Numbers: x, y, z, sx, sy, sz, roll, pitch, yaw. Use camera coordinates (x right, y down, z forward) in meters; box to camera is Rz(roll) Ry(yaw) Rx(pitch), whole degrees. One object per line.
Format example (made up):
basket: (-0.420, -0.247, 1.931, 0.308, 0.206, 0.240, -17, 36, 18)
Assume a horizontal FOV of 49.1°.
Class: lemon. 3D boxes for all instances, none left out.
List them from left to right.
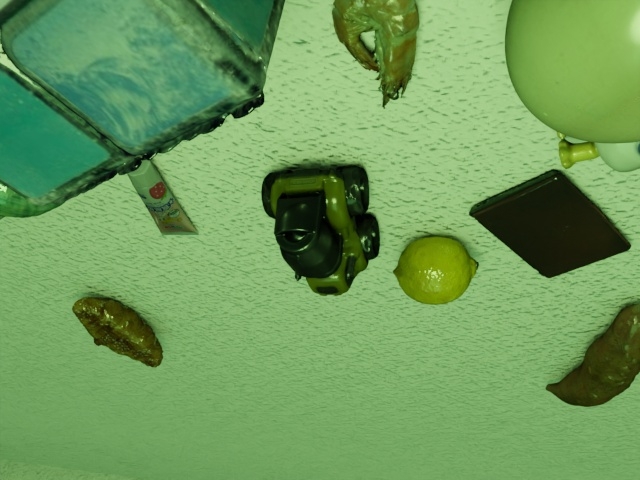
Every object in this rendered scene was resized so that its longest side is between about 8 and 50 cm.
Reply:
lemon: (0.180, 0.047, 1.093, 0.133, 0.109, 0.109, -4, 142, 10)

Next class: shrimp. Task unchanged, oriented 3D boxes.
shrimp: (0.066, -0.224, 0.809, 0.099, 0.041, 0.180, 3, 144, 13)

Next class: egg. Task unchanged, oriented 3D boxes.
egg: (0.288, -0.203, 0.631, 0.219, 0.219, 0.269, 25, 154, -19)

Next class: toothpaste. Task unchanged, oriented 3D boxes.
toothpaste: (-0.257, -0.060, 1.120, 0.067, 0.043, 0.194, -1, 148, 11)

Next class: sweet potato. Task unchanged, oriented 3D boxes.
sweet potato: (0.522, 0.228, 1.268, 0.106, 0.095, 0.354, 34, 148, 15)

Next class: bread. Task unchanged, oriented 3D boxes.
bread: (-0.416, 0.182, 1.457, 0.105, 0.076, 0.233, -29, 123, 26)

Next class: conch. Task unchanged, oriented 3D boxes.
conch: (-0.486, -0.088, 1.072, 0.188, 0.122, 0.176, -3, 167, 24)

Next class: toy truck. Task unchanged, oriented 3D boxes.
toy truck: (0.000, 0.000, 1.025, 0.147, 0.165, 0.224, -3, 143, 17)

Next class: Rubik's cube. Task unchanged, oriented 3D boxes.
Rubik's cube: (-0.225, -0.267, 0.594, 0.316, 0.313, 0.318, -17, 137, 33)

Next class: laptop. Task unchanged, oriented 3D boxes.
laptop: (0.341, -0.019, 1.035, 0.207, 0.026, 0.154, 34, 136, -31)

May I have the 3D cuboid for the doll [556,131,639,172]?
doll: (0.411, -0.141, 0.771, 0.293, 0.138, 0.119, -8, 180, 28)
